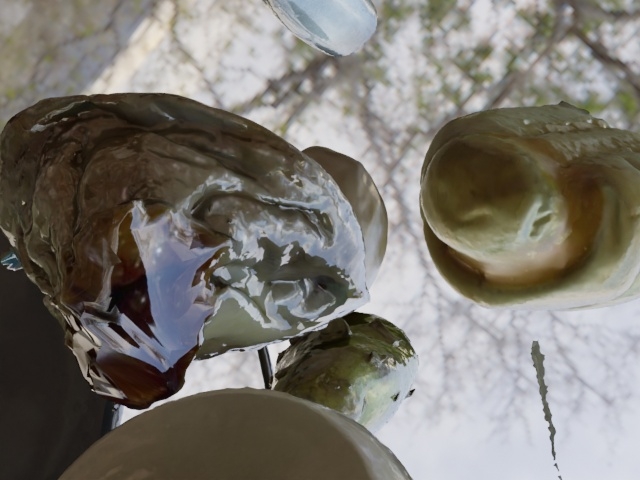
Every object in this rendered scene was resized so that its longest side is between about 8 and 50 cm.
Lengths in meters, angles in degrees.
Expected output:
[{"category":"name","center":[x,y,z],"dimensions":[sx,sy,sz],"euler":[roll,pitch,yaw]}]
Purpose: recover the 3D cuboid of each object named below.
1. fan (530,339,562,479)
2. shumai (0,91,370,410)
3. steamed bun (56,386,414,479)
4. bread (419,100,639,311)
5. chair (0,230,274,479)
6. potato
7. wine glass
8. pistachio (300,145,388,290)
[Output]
[{"category":"fan","center":[0.138,0.193,0.782],"dimensions":[0.010,0.182,0.310],"euler":[105,-16,-58]},{"category":"shumai","center":[-0.075,0.022,0.701],"dimensions":[0.201,0.201,0.120],"euler":[-35,-149,47]},{"category":"steamed bun","center":[-0.044,0.200,0.771],"dimensions":[0.231,0.145,0.232],"euler":[-10,-133,10]},{"category":"bread","center":[0.259,-0.020,1.595],"dimensions":[0.341,0.300,0.210],"euler":[-13,119,-55]},{"category":"chair","center":[-0.231,0.109,1.281],"dimensions":[0.361,0.365,0.410],"euler":[-14,173,16]},{"category":"potato","center":[0.014,0.105,1.074],"dimensions":[0.117,0.090,0.225],"euler":[-32,-179,7]},{"category":"wine glass","center":[-0.031,-0.179,0.945],"dimensions":[0.066,0.198,0.066],"euler":[-11,-114,27]},{"category":"pistachio","center":[0.000,0.000,1.358],"dimensions":[0.124,0.124,0.185],"euler":[-35,-144,46]}]
